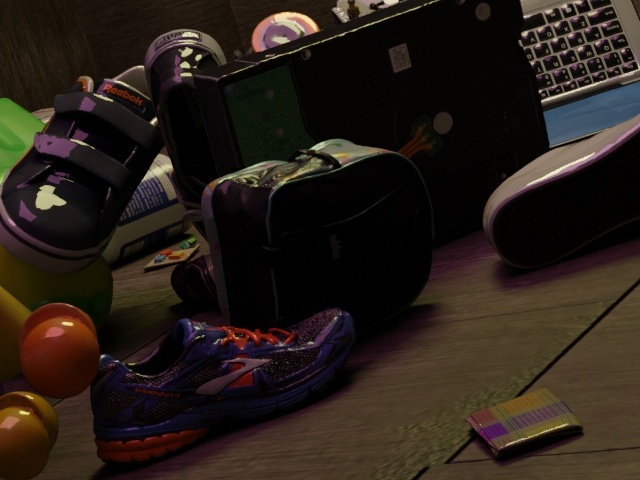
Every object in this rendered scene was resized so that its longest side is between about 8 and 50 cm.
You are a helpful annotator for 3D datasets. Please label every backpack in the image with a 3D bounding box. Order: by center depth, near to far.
[{"bbox_3d":[0.000,0.000,1.403,0.188,0.165,0.144,-21,21,-31],"label":"backpack"}]

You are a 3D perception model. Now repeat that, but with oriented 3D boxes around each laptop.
[{"bbox_3d":[0.241,-0.247,2.109,0.382,0.407,0.236,-17,-23,0],"label":"laptop"}]

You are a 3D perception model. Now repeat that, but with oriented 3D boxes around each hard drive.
[{"bbox_3d":[0.061,-0.100,1.609,0.339,0.236,0.064,-23,19,-24],"label":"hard drive"}]

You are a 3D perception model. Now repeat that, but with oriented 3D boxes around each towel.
[{"bbox_3d":[0.128,0.114,1.046,0.060,0.009,0.083,-18,12,-6],"label":"towel"}]

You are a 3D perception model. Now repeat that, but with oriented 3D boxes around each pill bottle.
[{"bbox_3d":[-0.264,-0.030,2.111,0.187,0.112,0.112,-24,13,-33],"label":"pill bottle"},{"bbox_3d":[-0.032,-0.182,2.126,0.130,0.130,0.245,-19,-32,-7],"label":"pill bottle"}]

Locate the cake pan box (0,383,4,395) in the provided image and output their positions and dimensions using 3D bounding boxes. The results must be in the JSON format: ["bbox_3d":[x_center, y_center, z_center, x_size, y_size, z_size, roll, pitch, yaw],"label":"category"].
[{"bbox_3d":[-0.459,0.070,1.572,0.267,0.245,0.070,-15,9,21],"label":"cake pan box"}]

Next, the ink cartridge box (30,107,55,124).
[{"bbox_3d":[-0.422,-0.051,2.232,0.270,0.197,0.198,-24,13,-30],"label":"ink cartridge box"}]

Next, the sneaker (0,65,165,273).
[{"bbox_3d":[-0.233,-0.087,1.676,0.127,0.126,0.321,-61,4,27],"label":"sneaker"}]

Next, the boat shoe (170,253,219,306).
[{"bbox_3d":[-0.124,0.046,1.686,0.049,0.056,0.152,-24,2,-9],"label":"boat shoe"}]

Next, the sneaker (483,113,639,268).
[{"bbox_3d":[0.276,-0.069,1.465,0.290,0.106,0.123,-19,13,2],"label":"sneaker"}]

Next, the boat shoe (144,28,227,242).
[{"bbox_3d":[-0.094,-0.064,1.659,0.113,0.306,0.105,-13,42,1],"label":"boat shoe"}]

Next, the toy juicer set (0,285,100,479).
[{"bbox_3d":[-0.272,0.173,1.203,0.209,0.089,0.329,3,47,46],"label":"toy juicer set"}]

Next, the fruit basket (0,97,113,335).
[{"bbox_3d":[-0.369,0.030,1.757,0.392,0.392,0.283,-31,-22,-50],"label":"fruit basket"}]

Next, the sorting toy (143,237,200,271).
[{"bbox_3d":[-0.177,0.015,2.011,0.062,0.012,0.083,-15,11,15],"label":"sorting toy"}]

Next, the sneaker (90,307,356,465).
[{"bbox_3d":[-0.074,0.095,1.256,0.221,0.087,0.083,-22,12,-19],"label":"sneaker"}]

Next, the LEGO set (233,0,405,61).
[{"bbox_3d":[0.035,-0.162,1.901,0.331,0.192,0.255,-15,37,-3],"label":"LEGO set"}]
